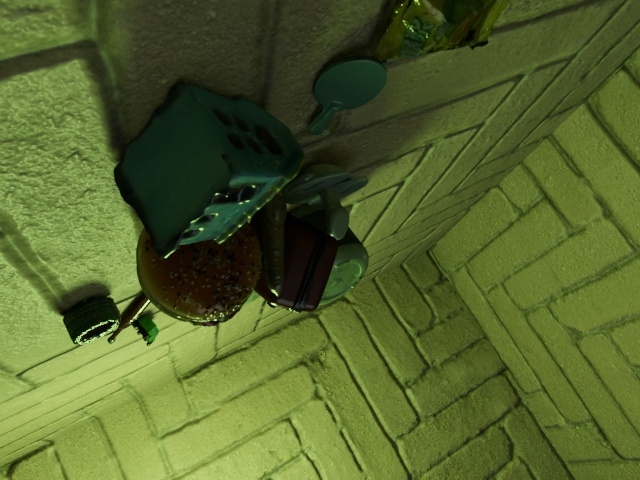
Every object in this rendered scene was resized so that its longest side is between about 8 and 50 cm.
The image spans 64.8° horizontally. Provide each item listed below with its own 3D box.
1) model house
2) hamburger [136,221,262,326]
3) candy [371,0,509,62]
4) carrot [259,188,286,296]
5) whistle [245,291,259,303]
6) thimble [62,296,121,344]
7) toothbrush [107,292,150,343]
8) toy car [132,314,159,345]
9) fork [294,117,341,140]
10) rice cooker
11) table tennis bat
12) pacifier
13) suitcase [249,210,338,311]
[{"bbox_3d":[-0.184,-0.125,0.942,0.237,0.216,0.303,-39,168,27],"label":"model house"},{"bbox_3d":[-0.270,0.046,1.152,0.300,0.300,0.176,-21,178,-33],"label":"hamburger"},{"bbox_3d":[0.245,-0.431,0.984,0.297,0.081,0.187,-19,160,-21],"label":"candy"},{"bbox_3d":[-0.111,-0.030,1.181,0.070,0.342,0.070,-4,-172,1],"label":"carrot"},{"bbox_3d":[-0.256,0.169,1.994,0.258,0.067,0.126,-40,150,17],"label":"whistle"},{"bbox_3d":[-0.631,0.219,1.389,0.135,0.090,0.118,-33,165,4],"label":"thimble"},{"bbox_3d":[-0.610,0.246,1.616,0.364,0.041,0.041,-41,161,34],"label":"toothbrush"},{"bbox_3d":[-0.615,0.319,1.787,0.062,0.071,0.165,-39,169,-24],"label":"toy car"},{"bbox_3d":[-0.040,-0.239,1.167,0.219,0.028,0.034,-25,167,-21],"label":"fork"},{"bbox_3d":[-0.014,0.042,1.641,0.288,0.277,0.288,-25,146,-18],"label":"rice cooker"},{"bbox_3d":[0.041,-0.303,1.064,0.149,0.038,0.237,1,154,-31],"label":"table tennis bat"},{"bbox_3d":[0.022,-0.099,1.396,0.227,0.207,0.279,-25,168,26],"label":"pacifier"},{"bbox_3d":[-0.099,0.047,1.373,0.161,0.297,0.236,16,96,-31],"label":"suitcase"}]
